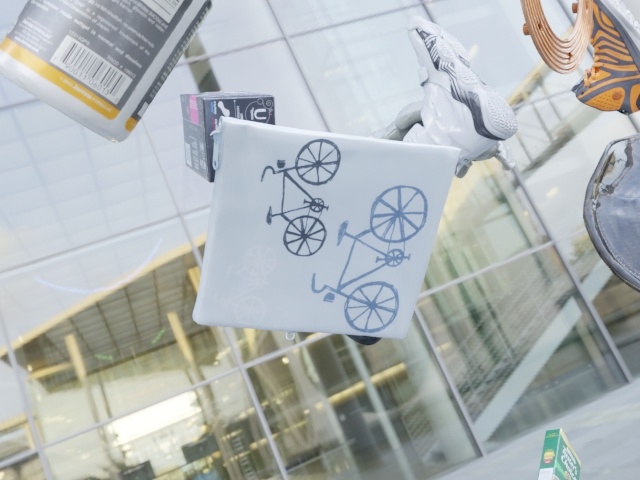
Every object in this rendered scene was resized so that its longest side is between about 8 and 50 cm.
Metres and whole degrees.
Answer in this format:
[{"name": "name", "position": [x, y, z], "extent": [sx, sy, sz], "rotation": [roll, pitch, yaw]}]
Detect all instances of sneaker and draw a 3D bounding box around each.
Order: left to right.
[{"name": "sneaker", "position": [0.253, -0.313, 1.493], "extent": [0.137, 0.366, 0.210], "rotation": [-1, -36, -51]}, {"name": "sneaker", "position": [0.587, -0.397, 1.432], "extent": [0.180, 0.321, 0.124], "rotation": [-37, 2, 36]}]

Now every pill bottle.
[{"name": "pill bottle", "position": [-0.216, -0.262, 0.749], "extent": [0.278, 0.162, 0.162], "rotation": [-58, -16, -1]}]

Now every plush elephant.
[{"name": "plush elephant", "position": [0.333, -0.243, 1.676], "extent": [0.272, 0.255, 0.330], "rotation": [37, -76, -29]}]

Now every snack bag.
[{"name": "snack bag", "position": [0.000, 0.000, 0.952], "extent": [0.343, 0.037, 0.323], "rotation": [5, -64, -15]}]

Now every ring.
[{"name": "ring", "position": [0.401, -0.456, 1.169], "extent": [0.032, 0.336, 0.337], "rotation": [2, 5, 40]}]

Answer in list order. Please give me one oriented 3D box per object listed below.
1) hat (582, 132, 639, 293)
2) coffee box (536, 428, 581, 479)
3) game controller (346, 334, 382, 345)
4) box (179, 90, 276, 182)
[{"name": "hat", "position": [0.356, -0.062, 0.475], "extent": [0.331, 0.331, 0.134], "rotation": [-18, -52, -22]}, {"name": "coffee box", "position": [0.521, 0.513, 1.477], "extent": [0.040, 0.113, 0.184], "rotation": [-23, 14, 34]}, {"name": "game controller", "position": [0.033, 0.100, 1.560], "extent": [0.166, 0.319, 0.067], "rotation": [-55, -10, -4]}, {"name": "box", "position": [-0.186, -0.213, 1.358], "extent": [0.142, 0.163, 0.247], "rotation": [-7, 16, -19]}]
